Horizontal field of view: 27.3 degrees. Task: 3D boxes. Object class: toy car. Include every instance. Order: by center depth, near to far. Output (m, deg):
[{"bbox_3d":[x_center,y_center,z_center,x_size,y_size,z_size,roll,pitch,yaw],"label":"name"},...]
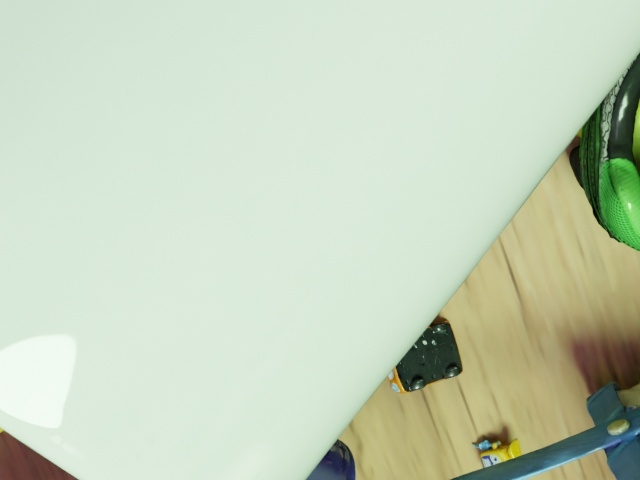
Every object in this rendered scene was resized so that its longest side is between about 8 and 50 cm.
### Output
[{"bbox_3d":[0.072,0.104,0.791,0.040,0.060,0.122,-18,104,47],"label":"toy car"}]

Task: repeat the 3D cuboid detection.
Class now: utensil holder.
[{"bbox_3d":[-0.031,-0.128,0.485,0.327,0.327,0.385,38,82,-9],"label":"utensil holder"}]

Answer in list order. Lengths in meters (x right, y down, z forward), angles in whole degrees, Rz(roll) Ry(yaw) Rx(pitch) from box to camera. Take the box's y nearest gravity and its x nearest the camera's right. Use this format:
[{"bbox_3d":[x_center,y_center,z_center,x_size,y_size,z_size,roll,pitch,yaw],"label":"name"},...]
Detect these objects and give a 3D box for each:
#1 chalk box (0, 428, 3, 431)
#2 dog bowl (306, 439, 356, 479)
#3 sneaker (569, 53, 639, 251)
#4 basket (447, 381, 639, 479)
[{"bbox_3d":[-0.203,0.000,0.714,0.289,0.179,0.180,-36,104,19],"label":"chalk box"},{"bbox_3d":[-0.085,0.210,0.738,0.104,0.265,0.265,27,112,-7],"label":"dog bowl"},{"bbox_3d":[0.228,-0.140,0.624,0.134,0.146,0.344,19,112,-1],"label":"sneaker"},{"bbox_3d":[0.210,0.205,0.730,0.289,0.201,0.255,-26,105,6],"label":"basket"}]
